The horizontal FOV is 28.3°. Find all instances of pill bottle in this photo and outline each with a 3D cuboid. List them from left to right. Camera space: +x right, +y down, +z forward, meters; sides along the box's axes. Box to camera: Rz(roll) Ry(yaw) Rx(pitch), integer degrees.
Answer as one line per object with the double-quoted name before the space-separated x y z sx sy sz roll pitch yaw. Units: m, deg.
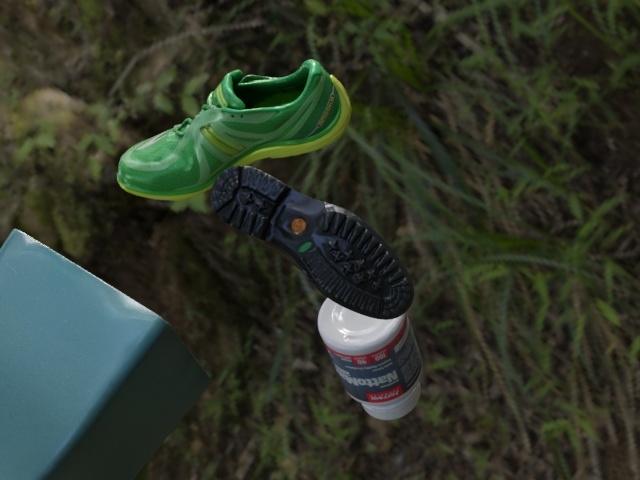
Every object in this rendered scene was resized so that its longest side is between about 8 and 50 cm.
"pill bottle" 0.069 0.143 1.585 0.108 0.180 0.108 -10 48 12

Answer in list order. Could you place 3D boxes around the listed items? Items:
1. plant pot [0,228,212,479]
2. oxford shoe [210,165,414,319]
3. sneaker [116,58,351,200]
"plant pot" -0.240 0.149 1.069 0.234 0.165 0.165 -55 -21 -15
"oxford shoe" 0.000 0.000 1.285 0.083 0.227 0.096 -54 -8 0
"sneaker" -0.114 -0.143 1.526 0.295 0.123 0.109 -21 42 6
